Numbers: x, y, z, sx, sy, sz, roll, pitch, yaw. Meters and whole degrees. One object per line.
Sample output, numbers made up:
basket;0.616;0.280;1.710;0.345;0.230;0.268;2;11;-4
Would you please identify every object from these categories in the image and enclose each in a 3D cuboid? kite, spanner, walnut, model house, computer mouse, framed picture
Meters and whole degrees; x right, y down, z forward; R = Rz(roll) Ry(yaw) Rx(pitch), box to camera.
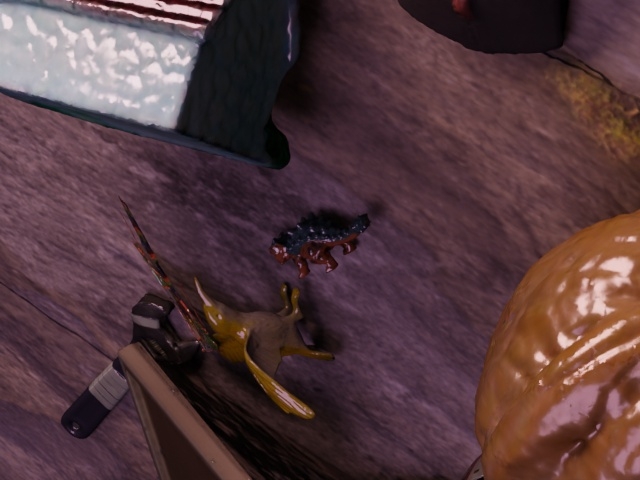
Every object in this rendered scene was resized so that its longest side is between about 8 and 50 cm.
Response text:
kite;-0.156;0.045;1.860;0.198;0.006;0.244;46;166;43
spanner;-0.224;0.157;2.062;0.087;0.024;0.316;40;137;-2
walnut;0.275;0.130;1.460;0.333;0.333;0.333;21;132;25
model house;-0.151;-0.222;1.611;0.280;0.230;0.248;16;89;25
computer mouse;0.117;-0.263;1.420;0.168;0.087;0.295;16;132;24
framed picture;-0.095;0.361;1.981;0.326;0.028;0.446;42;152;50

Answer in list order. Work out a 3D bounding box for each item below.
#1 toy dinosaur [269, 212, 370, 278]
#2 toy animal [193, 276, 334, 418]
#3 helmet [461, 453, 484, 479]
toy dinosaur;0.000;0.000;1.744;0.154;0.049;0.055;-20;104;50
toy animal;-0.062;0.081;1.826;0.155;0.095;0.219;61;166;-17
helmet;0.201;0.256;1.735;0.153;0.107;0.177;20;131;1
